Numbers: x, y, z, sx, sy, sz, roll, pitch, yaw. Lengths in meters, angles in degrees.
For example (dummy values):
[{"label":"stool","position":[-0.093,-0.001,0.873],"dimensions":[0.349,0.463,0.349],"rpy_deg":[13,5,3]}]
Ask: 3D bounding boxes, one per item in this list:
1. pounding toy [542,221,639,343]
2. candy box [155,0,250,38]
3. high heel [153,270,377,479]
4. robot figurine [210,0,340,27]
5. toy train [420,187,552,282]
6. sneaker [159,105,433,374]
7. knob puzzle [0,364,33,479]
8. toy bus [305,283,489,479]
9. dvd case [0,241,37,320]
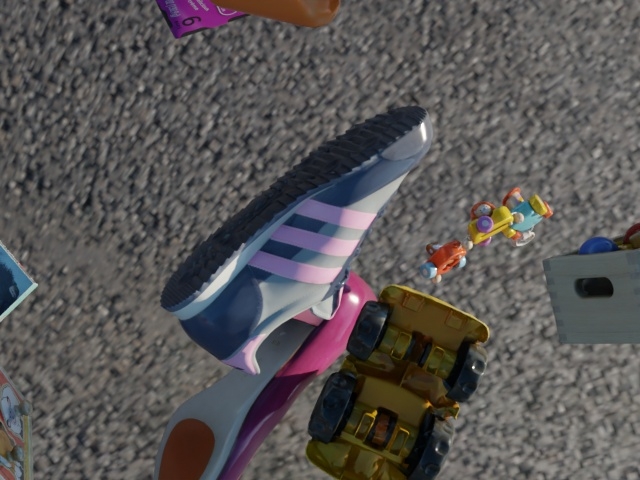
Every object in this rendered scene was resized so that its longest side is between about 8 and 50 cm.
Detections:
[{"label":"pounding toy","position":[0.269,0.016,1.046],"dimensions":[0.130,0.141,0.100],"rpy_deg":[-15,93,-29]},{"label":"candy box","position":[-0.049,-0.282,1.196],"dimensions":[0.233,0.159,0.071],"rpy_deg":[-18,61,4]},{"label":"high heel","position":[-0.058,0.201,1.608],"dimensions":[0.181,0.127,0.377],"rpy_deg":[26,94,-44]},{"label":"robot figurine","position":[-0.003,-0.197,0.665],"dimensions":[0.128,0.219,0.158],"rpy_deg":[-28,126,-26]},{"label":"toy train","position":[0.192,-0.012,1.579],"dimensions":[0.166,0.125,0.046],"rpy_deg":[-19,69,-31]},{"label":"sneaker","position":[0.000,0.000,1.325],"dimensions":[0.319,0.112,0.131],"rpy_deg":[-38,112,0]},{"label":"knob puzzle","position":[-0.360,0.191,1.500],"dimensions":[0.030,0.213,0.213],"rpy_deg":[-20,79,5]},{"label":"toy bus","position":[0.086,0.158,1.510],"dimensions":[0.149,0.211,0.220],"rpy_deg":[24,95,0]},{"label":"dvd case","position":[-0.373,0.035,1.452],"dimensions":[0.087,0.013,0.119],"rpy_deg":[-43,74,3]}]
